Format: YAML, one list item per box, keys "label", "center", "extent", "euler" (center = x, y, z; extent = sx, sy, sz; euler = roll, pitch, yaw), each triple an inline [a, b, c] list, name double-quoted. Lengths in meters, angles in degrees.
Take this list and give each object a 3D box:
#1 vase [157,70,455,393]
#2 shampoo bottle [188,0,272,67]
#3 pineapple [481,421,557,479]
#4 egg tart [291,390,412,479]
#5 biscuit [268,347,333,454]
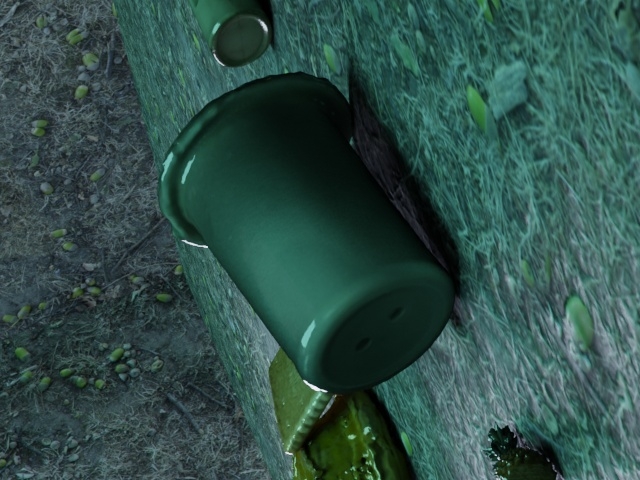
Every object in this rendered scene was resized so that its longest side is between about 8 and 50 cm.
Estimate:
- label: "vase"
  center: [0.000, 0.000, 1.377]
  extent: [0.291, 0.245, 0.245]
  euler: [51, 161, 35]
- label: "shampoo bottle"
  center: [-0.146, -0.353, 1.761]
  extent: [0.118, 0.087, 0.234]
  euler: [83, 163, -63]
- label: "pineapple"
  center: [0.187, 0.210, 1.247]
  extent: [0.124, 0.058, 0.058]
  euler: [-99, -10, -80]
- label: "egg tart"
  center: [0.036, 0.386, 1.982]
  extent: [0.341, 0.132, 0.341]
  euler: [174, 90, -75]
- label: "biscuit"
  center: [-0.025, 0.205, 2.022]
  extent: [0.160, 0.030, 0.250]
  euler: [-60, 19, 18]
